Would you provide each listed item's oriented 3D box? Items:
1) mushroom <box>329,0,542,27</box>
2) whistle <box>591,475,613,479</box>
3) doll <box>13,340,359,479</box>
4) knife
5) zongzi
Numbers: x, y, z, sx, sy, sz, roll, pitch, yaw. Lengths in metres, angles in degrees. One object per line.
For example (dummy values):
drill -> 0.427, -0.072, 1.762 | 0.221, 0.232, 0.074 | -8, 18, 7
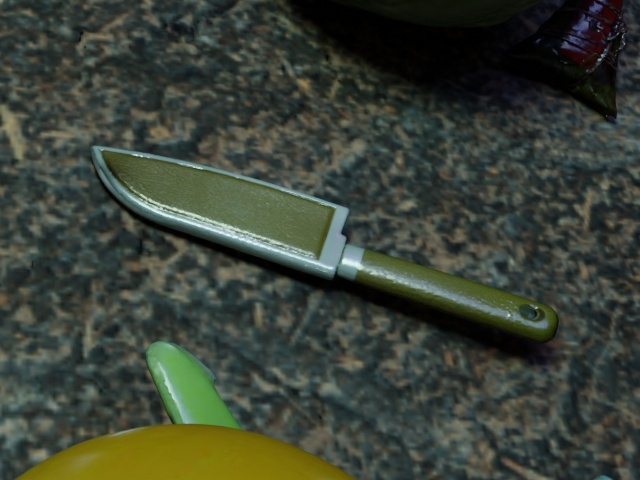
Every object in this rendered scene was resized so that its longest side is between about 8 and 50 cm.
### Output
mushroom -> 0.067, -0.206, 0.941 | 0.189, 0.164, 0.267 | 6, 9, -46
whistle -> 0.169, 0.214, 0.639 | 0.180, 0.093, 0.269 | -31, 80, -16
doll -> -0.030, 0.151, 0.588 | 0.213, 0.213, 0.236 | 31, 34, 7
knife -> 0.000, 0.001, 0.832 | 0.256, 0.022, 0.046 | 18, 55, 2
zongzi -> 0.161, -0.108, 0.973 | 0.083, 0.067, 0.073 | -41, 84, -20
